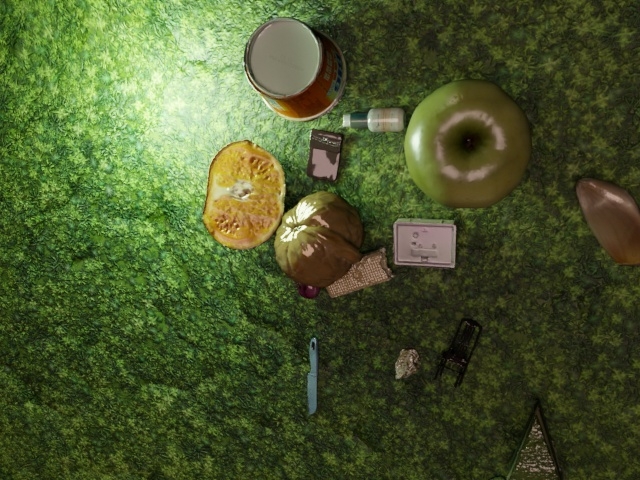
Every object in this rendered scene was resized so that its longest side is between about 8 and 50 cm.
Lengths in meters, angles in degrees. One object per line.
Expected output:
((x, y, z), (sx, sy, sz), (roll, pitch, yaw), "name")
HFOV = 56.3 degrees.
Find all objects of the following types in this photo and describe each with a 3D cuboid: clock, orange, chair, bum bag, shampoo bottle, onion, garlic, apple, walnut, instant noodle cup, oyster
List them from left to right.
((-0.241, -0.132, 1.899), (0.274, 0.274, 0.310), (-14, 57, 20), "orange")
((-0.080, -0.502, 1.736), (0.296, 0.214, 0.296), (1, 93, 12), "instant noodle cup")
((-0.035, 0.140, 1.996), (0.115, 0.104, 0.115), (9, 101, 55), "onion")
((0.000, 0.000, 1.851), (0.285, 0.285, 0.296), (28, 90, 7), "walnut")
((0.011, -0.270, 1.903), (0.109, 0.026, 0.159), (12, 108, 12), "bum bag")
((0.159, -0.364, 1.807), (0.192, 0.074, 0.074), (3, 106, 16), "shampoo bottle")
((0.288, 0.415, 2.008), (0.098, 0.037, 0.100), (-13, 101, 19), "oyster")
((0.326, 0.006, 1.864), (0.192, 0.071, 0.147), (2, 106, 16), "clock")
((0.447, 0.362, 1.935), (0.084, 0.101, 0.212), (23, 73, 8), "chair")
((0.395, -0.258, 1.630), (0.357, 0.357, 0.357), (4, 106, 15), "apple")
((0.831, -0.058, 1.678), (0.143, 0.112, 0.318), (-19, 107, 43), "garlic")

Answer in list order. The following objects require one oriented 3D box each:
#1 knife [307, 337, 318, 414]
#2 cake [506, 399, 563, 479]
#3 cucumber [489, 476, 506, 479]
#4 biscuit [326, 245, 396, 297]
((-0.028, 0.487, 2.134), (0.044, 0.019, 0.313), (8, 108, 22), "knife")
((0.655, 0.666, 1.909), (0.172, 0.158, 0.284), (-15, 99, 21), "cake")
((0.658, 0.936, 2.029), (0.072, 0.072, 0.300), (-28, 96, 21), "cucumber")
((0.120, 0.105, 1.958), (0.238, 0.062, 0.108), (-20, 99, 20), "biscuit")
